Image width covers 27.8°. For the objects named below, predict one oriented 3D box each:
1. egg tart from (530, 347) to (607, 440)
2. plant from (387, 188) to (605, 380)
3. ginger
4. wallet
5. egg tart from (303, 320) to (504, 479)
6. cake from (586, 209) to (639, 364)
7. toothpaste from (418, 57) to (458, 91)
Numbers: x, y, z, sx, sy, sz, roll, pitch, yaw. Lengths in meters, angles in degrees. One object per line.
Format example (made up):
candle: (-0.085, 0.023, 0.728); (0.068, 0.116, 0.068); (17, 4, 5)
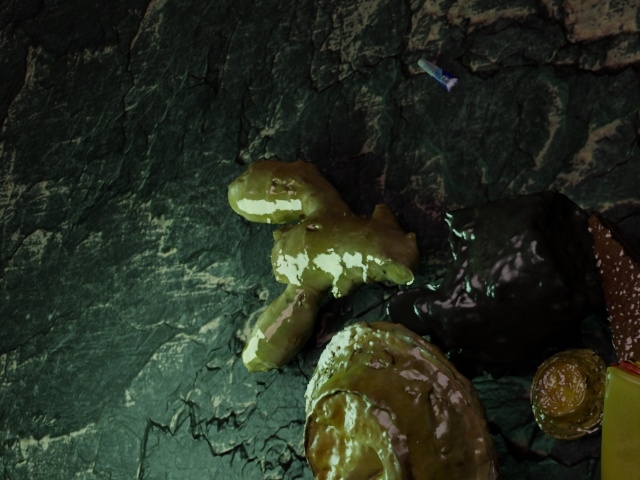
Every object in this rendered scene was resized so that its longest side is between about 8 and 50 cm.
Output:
egg tart: (0.321, 0.194, 1.668); (0.130, 0.052, 0.130); (-22, 55, 35)
plant: (0.233, 0.058, 1.707); (0.276, 0.199, 0.188); (-34, 39, 35)
ginger: (0.009, -0.006, 2.008); (0.348, 0.122, 0.363); (-23, 50, 29)
wallet: (0.396, 0.264, 1.491); (0.141, 0.067, 0.241); (18, 118, 40)
egg tart: (0.082, 0.267, 1.695); (0.341, 0.129, 0.341); (12, 107, 44)
cake: (0.400, 0.093, 1.602); (0.113, 0.116, 0.295); (-35, 51, 22)
toothpaste: (0.184, -0.263, 2.039); (0.024, 0.015, 0.083); (-53, 51, 6)
